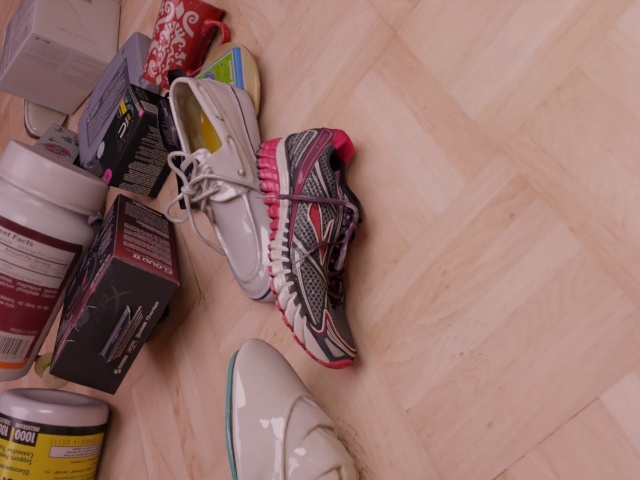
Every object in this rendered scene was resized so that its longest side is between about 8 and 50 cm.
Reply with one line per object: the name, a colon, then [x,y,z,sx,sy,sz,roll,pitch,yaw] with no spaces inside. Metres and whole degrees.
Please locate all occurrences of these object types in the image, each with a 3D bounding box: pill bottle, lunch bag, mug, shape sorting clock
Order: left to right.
pill bottle: [-0.556,0.033,1.187,0.224,0.224,0.392,26,89,50]
pill bottle: [-0.494,0.437,1.130,0.188,0.188,0.334,1,79,50]
lunch bag: [-0.474,-0.022,1.375,0.071,0.053,0.083,34,113,52]
mug: [-0.249,-0.356,1.183,0.150,0.113,0.169,44,114,49]
shape sorting clock: [-0.160,-0.222,1.081,0.206,0.040,0.206,-7,81,45]

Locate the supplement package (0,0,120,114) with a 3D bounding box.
supplement package: [-0.655,-0.485,1.631,0.262,0.199,0.198,-27,57,42]

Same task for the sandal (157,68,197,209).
sandal: [-0.245,-0.178,1.106,0.097,0.054,0.255,135,130,-66]

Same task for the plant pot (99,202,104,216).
plant pot: [-0.518,-0.075,1.426,0.081,0.081,0.083,25,92,51]

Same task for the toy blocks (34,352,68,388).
toy blocks: [-0.500,0.219,1.275,0.148,0.123,0.054,21,131,51]

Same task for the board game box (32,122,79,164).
board game box: [-0.639,-0.118,1.493,0.224,0.097,0.303,-60,19,17]

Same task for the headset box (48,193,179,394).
headset box: [-0.328,0.084,1.049,0.218,0.110,0.293,-58,24,13]

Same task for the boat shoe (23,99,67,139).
boat shoe: [-0.755,-0.388,1.793,0.091,0.109,0.305,-33,48,39]

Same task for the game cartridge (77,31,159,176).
game cartridge: [-0.449,-0.303,1.444,0.297,0.062,0.198,-43,44,32]

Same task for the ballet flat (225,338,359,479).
ballet flat: [-0.014,0.296,0.682,0.139,0.139,0.400,-23,65,43]

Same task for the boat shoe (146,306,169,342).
boat shoe: [-0.280,0.121,1.105,0.142,0.040,0.049,-49,28,27]

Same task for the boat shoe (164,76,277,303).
boat shoe: [-0.147,-0.084,0.908,0.136,0.156,0.367,-34,61,37]

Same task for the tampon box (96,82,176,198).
tampon box: [-0.333,-0.185,1.224,0.161,0.101,0.120,-56,42,20]

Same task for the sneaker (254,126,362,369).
sneaker: [0.000,0.000,0.766,0.112,0.121,0.299,-14,71,13]
